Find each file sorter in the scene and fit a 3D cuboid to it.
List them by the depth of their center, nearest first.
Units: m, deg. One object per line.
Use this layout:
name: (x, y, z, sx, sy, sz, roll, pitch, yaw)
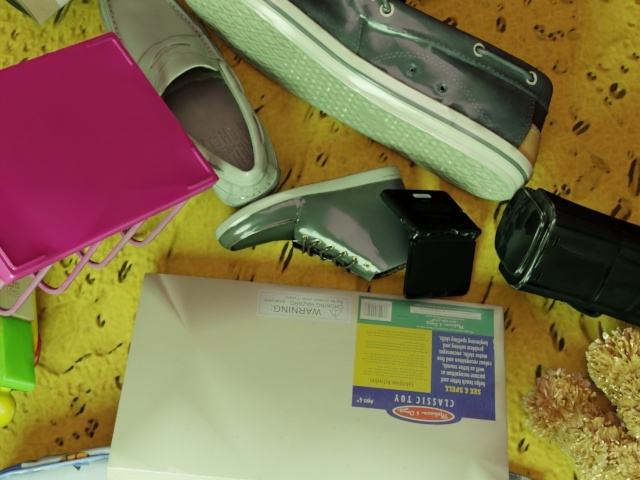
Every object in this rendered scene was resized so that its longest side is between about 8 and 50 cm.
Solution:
file sorter: (-0.300, -0.052, 1.579, 0.290, 0.182, 0.202, -29, 80, -45)

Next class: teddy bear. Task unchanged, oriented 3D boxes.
teddy bear: (0.368, 0.258, 1.640, 0.245, 0.113, 0.338, -17, 80, -3)

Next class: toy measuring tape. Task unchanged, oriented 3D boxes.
toy measuring tape: (-0.374, 0.056, 1.671, 0.121, 0.121, 0.330, -8, 63, -3)

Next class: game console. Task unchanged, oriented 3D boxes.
game console: (0.117, 0.002, 1.690, 0.107, 0.122, 0.071, 51, 121, 28)

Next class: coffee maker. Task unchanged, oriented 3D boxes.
coffee maker: (0.296, 0.018, 1.625, 0.178, 0.171, 0.120, 16, 87, -20)

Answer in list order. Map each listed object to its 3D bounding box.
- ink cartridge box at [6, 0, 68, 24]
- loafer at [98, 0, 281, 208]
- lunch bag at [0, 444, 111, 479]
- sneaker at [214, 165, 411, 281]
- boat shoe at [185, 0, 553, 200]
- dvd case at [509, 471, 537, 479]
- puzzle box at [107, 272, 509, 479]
ink cartridge box: (-0.290, -0.372, 1.699, 0.234, 0.088, 0.193, -43, 43, -8)
loafer: (-0.148, -0.182, 1.698, 0.112, 0.111, 0.319, -35, 76, -9)
lunch bag: (-0.206, 0.339, 1.609, 0.303, 0.115, 0.243, -7, 82, -2)
sneaker: (0.000, 0.000, 1.690, 0.222, 0.083, 0.118, -16, 81, -6)
boat shoe: (0.040, -0.232, 1.689, 0.500, 0.187, 0.156, 31, 78, -2)
dvd case: (0.113, 0.311, 1.669, 0.221, 0.018, 0.165, 17, 81, 1)
puzzle box: (-0.005, 0.165, 1.605, 0.408, 0.052, 0.272, 6, 45, 0)
